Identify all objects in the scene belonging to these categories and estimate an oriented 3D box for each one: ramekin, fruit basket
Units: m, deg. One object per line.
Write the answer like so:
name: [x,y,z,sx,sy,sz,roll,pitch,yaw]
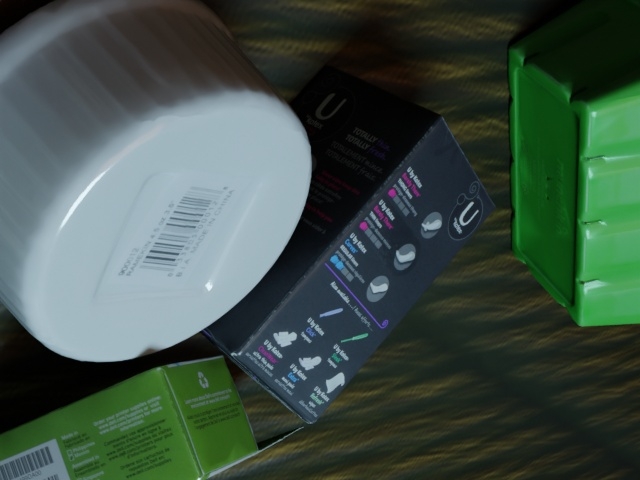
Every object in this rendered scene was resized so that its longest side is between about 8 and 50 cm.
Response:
ramekin: [-0.138,-0.039,0.801,0.277,0.135,0.277,-31,147,-23]
fruit basket: [0.406,-0.118,1.223,0.392,0.283,0.392,-11,125,-17]

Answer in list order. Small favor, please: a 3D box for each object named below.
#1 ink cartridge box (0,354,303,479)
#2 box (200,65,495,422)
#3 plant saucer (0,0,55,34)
ink cartridge box: [-0.149,0.176,0.946,0.189,0.097,0.255,-24,173,15]
box: [0.000,0.000,0.973,0.270,0.165,0.143,-49,136,-8]
plant saucer: [-0.199,-0.143,0.806,0.199,0.036,0.198,-21,127,-31]
